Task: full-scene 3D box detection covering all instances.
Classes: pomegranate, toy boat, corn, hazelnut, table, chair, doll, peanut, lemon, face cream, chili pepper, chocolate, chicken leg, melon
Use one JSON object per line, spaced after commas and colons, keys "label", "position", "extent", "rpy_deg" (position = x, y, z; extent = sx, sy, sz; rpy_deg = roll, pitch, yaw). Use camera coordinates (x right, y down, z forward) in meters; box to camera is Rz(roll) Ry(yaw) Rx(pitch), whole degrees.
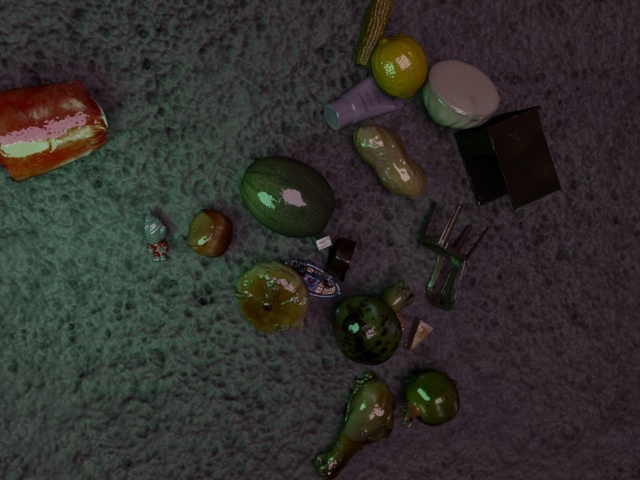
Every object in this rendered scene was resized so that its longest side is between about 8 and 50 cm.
{"label": "pomegranate", "position": [0.188, 0.280, 1.801], "extent": [0.305, 0.242, 0.243], "rpy_deg": [-18, 100, -26]}
{"label": "toy boat", "position": [-0.027, 0.133, 1.820], "extent": [0.223, 0.097, 0.100], "rpy_deg": [25, 94, -13]}
{"label": "corn", "position": [0.171, -0.683, 1.777], "extent": [0.080, 0.080, 0.231], "rpy_deg": [15, 98, -13]}
{"label": "hazelnut", "position": [-0.342, -0.019, 1.718], "extent": [0.150, 0.150, 0.150], "rpy_deg": [-1, 97, -12]}
{"label": "table", "position": [0.627, -0.272, 1.831], "extent": [0.196, 0.250, 0.282], "rpy_deg": [-24, 100, -9]}
{"label": "chair", "position": [0.422, 0.054, 1.867], "extent": [0.183, 0.175, 0.327], "rpy_deg": [29, 84, -22]}
{"label": "doll", "position": [-0.526, -0.013, 1.714], "extent": [0.093, 0.079, 0.180], "rpy_deg": [-3, 112, 12]}
{"label": "peanut", "position": [0.236, -0.263, 1.810], "extent": [0.149, 0.149, 0.313], "rpy_deg": [-41, 103, -4]}
{"label": "lemon", "position": [0.251, -0.557, 1.737], "extent": [0.193, 0.180, 0.181], "rpy_deg": [37, 88, -8]}
{"label": "face cream", "position": [0.144, -0.459, 1.798], "extent": [0.273, 0.096, 0.154], "rpy_deg": [-32, 99, -20]}
{"label": "chili pepper", "position": [-0.787, -0.329, 1.569], "extent": [0.305, 0.229, 0.251], "rpy_deg": [-22, 62, -21]}
{"label": "chocolate", "position": [0.062, 0.064, 1.826], "extent": [0.080, 0.125, 0.149], "rpy_deg": [20, 96, 3]}
{"label": "pomegranate", "position": [0.380, 0.560, 1.885], "extent": [0.198, 0.246, 0.198], "rpy_deg": [13, 115, 28]}
{"label": "chicken leg", "position": [0.115, 0.675, 1.902], "extent": [0.201, 0.153, 0.429], "rpy_deg": [36, 96, 3]}
{"label": "melon", "position": [-0.105, -0.136, 1.698], "extent": [0.301, 0.237, 0.238], "rpy_deg": [27, 91, -11]}

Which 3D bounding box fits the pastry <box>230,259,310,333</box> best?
{"label": "pastry", "position": [-0.156, 0.184, 1.750], "extent": [0.256, 0.121, 0.236], "rpy_deg": [0, 114, 15]}

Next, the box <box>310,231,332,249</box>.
{"label": "box", "position": [0.000, 0.000, 1.799], "extent": [0.050, 0.117, 0.036], "rpy_deg": [-23, 103, -6]}

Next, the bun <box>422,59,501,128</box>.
{"label": "bun", "position": [0.447, -0.457, 1.822], "extent": [0.263, 0.175, 0.263], "rpy_deg": [9, 56, -13]}

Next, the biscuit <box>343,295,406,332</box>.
{"label": "biscuit", "position": [0.187, 0.265, 1.911], "extent": [0.250, 0.035, 0.163], "rpy_deg": [25, 90, -13]}

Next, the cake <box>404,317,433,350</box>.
{"label": "cake", "position": [0.348, 0.345, 1.945], "extent": [0.065, 0.052, 0.121], "rpy_deg": [24, 91, -16]}
